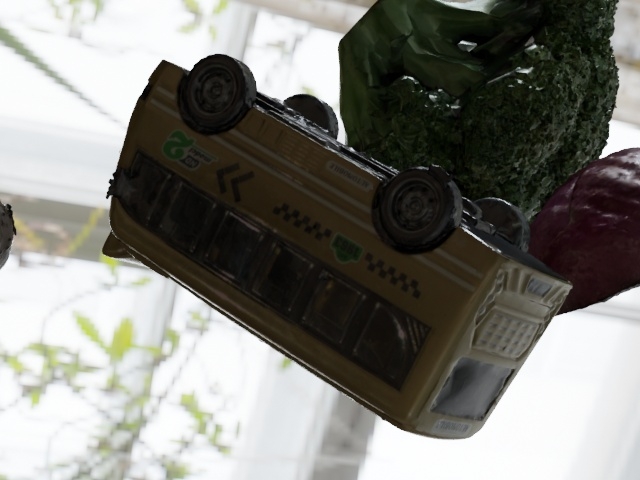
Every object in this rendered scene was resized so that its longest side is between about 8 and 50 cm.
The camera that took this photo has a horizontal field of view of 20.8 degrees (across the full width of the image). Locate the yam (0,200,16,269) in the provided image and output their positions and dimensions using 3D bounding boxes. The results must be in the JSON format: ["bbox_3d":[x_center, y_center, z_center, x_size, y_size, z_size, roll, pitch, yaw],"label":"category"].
[{"bbox_3d":[-0.440,0.022,1.795,0.280,0.131,0.131,-28,140,-61],"label":"yam"}]

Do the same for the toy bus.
[{"bbox_3d":[0.000,0.000,1.396,0.365,0.177,0.202,32,-84,29],"label":"toy bus"}]

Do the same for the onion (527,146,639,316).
[{"bbox_3d":[0.254,-0.014,1.611,0.111,0.247,0.250,66,-21,-5],"label":"onion"}]

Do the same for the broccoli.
[{"bbox_3d":[0.172,-0.151,1.924,0.413,0.321,0.310,-46,-119,3],"label":"broccoli"}]
